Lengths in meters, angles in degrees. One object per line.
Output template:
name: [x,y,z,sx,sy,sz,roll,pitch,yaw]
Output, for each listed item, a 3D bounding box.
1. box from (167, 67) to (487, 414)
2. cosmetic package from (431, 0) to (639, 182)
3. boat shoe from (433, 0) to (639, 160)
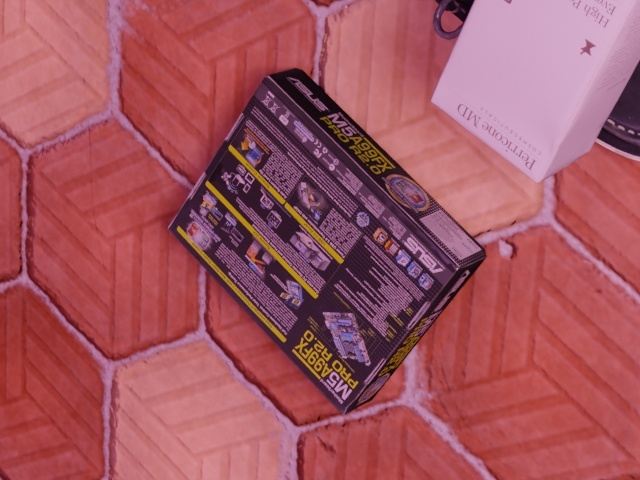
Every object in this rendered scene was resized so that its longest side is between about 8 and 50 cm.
box: [0.000,0.000,1.544,0.270,0.060,0.216,45,124,16]
cosmetic package: [0.181,-0.167,1.172,0.117,0.085,0.231,40,132,20]
boat shoe: [0.145,-0.251,1.290,0.187,0.156,0.500,-39,93,32]
